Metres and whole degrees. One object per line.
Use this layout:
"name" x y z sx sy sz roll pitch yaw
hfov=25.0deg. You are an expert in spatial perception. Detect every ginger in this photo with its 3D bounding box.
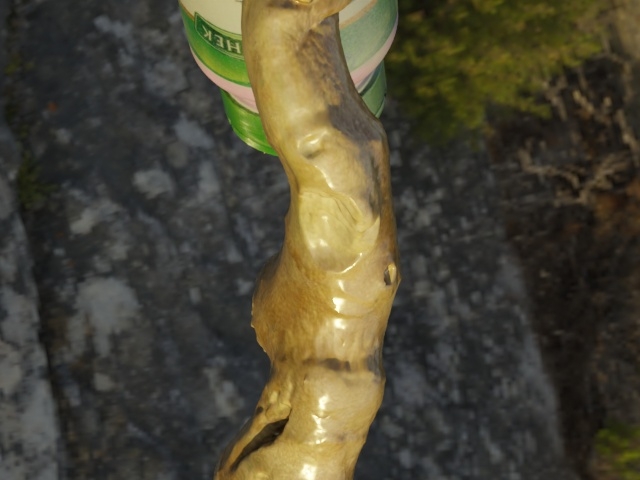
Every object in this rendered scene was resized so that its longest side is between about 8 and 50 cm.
"ginger" 0.000 0.000 0.513 0.075 0.089 0.288 1 119 -12

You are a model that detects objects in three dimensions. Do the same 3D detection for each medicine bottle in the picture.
"medicine bottle" -0.023 -0.172 0.835 0.274 0.133 0.133 79 33 -53
